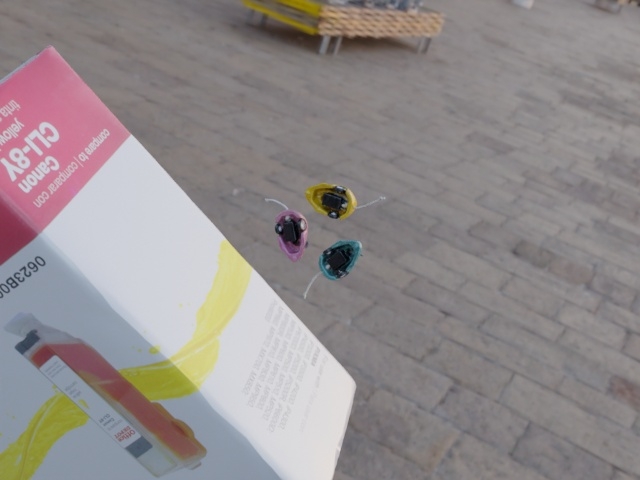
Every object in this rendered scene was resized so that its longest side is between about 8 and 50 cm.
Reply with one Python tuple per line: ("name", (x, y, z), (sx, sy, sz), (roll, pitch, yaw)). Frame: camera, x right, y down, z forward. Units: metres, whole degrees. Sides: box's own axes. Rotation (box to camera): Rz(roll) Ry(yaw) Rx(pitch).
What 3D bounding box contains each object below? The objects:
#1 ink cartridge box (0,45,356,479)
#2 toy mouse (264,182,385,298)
("ink cartridge box", (-0.197, 0.091, 0.731), (0.384, 0.279, 0.160), (48, 30, -17))
("toy mouse", (0.000, 0.000, 1.079), (0.161, 0.143, 0.031), (15, 15, 27))
